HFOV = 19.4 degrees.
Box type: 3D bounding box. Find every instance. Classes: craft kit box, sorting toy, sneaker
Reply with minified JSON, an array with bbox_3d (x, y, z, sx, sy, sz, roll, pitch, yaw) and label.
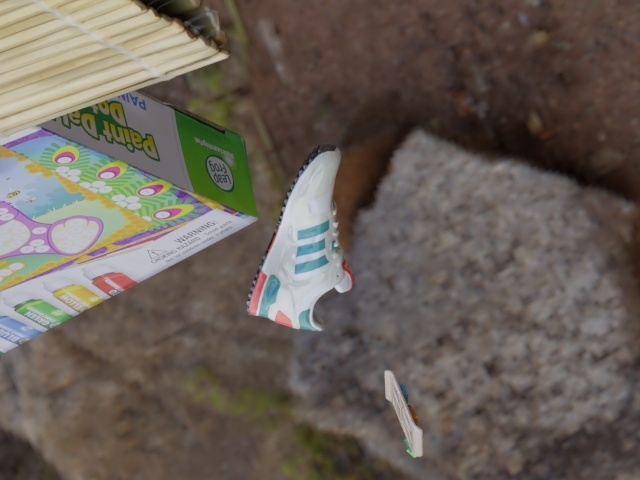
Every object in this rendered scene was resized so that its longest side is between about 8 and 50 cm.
[{"bbox_3d":[-0.201,-0.014,0.875,0.250,0.246,0.061,-27,57,29],"label":"craft kit box"},{"bbox_3d":[0.072,0.148,1.553,0.083,0.012,0.062,84,162,-60],"label":"sorting toy"},{"bbox_3d":[0.000,0.000,1.489,0.075,0.057,0.161,23,111,0],"label":"sneaker"}]

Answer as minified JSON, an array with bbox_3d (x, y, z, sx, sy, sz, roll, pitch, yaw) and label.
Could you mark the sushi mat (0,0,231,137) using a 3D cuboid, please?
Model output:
[{"bbox_3d":[-0.201,-0.047,0.594,0.316,0.151,0.019,-17,62,26],"label":"sushi mat"}]
